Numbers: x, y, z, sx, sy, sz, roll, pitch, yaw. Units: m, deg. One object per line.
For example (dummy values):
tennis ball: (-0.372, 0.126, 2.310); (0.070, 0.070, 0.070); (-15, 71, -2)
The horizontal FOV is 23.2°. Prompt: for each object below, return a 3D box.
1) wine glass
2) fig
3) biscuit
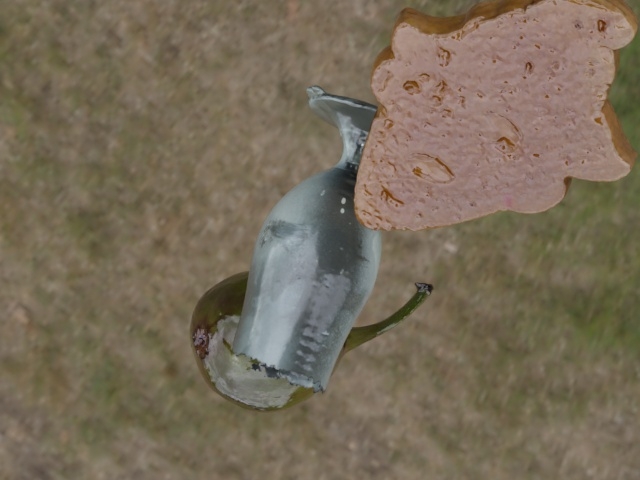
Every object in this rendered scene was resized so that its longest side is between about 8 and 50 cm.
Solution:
wine glass: (0.000, 0.000, 1.205); (0.103, 0.222, 0.103); (18, 168, 4)
fig: (-0.001, 0.076, 1.360); (0.124, 0.236, 0.124); (21, 115, 53)
biscuit: (0.111, -0.081, 1.046); (0.183, 0.043, 0.280); (38, 140, -8)
